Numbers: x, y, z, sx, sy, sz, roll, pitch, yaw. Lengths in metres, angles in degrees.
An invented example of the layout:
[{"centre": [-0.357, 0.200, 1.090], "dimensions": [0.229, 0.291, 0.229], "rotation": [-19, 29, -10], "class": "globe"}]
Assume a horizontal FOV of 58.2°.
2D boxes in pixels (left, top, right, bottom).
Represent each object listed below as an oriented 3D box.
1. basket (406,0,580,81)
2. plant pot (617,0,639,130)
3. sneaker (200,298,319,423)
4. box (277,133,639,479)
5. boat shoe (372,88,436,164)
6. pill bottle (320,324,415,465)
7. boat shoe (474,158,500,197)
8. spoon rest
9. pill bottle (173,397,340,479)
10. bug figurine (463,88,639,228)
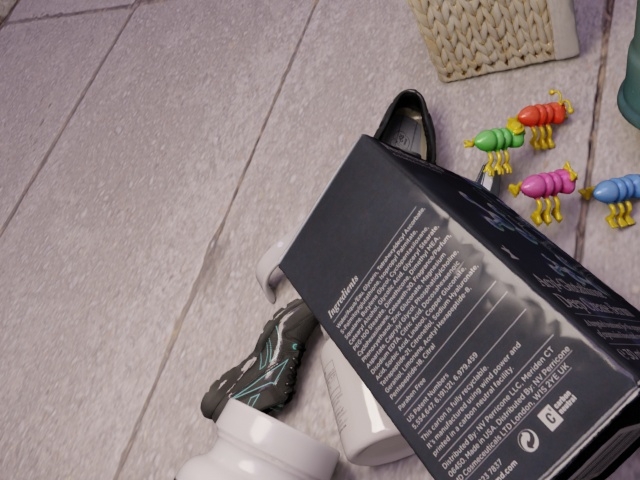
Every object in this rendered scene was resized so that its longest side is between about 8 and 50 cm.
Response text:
[{"centre": [0.305, -0.521, 1.036], "dimensions": [0.266, 0.331, 0.329], "rotation": [-8, 57, 28], "class": "basket"}, {"centre": [0.563, -0.349, 0.735], "dimensions": [0.340, 0.334, 0.341], "rotation": [-16, 34, 11], "class": "plant pot"}, {"centre": [-0.068, 0.204, 0.919], "dimensions": [0.106, 0.101, 0.267], "rotation": [40, 88, 23], "class": "sneaker"}, {"centre": [0.191, 0.090, 0.689], "dimensions": [0.395, 0.293, 0.212], "rotation": [49, 115, 37], "class": "box"}, {"centre": [0.132, -0.125, 0.963], "dimensions": [0.127, 0.113, 0.340], "rotation": [15, 55, 10], "class": "boat shoe"}, {"centre": [0.071, 0.187, 0.825], "dimensions": [0.131, 0.131, 0.229], "rotation": [-24, 53, 10], "class": "pill bottle"}, {"centre": [0.236, -0.057, 0.938], "dimensions": [0.083, 0.065, 0.184], "rotation": [9, 65, 29], "class": "boat shoe"}, {"centre": [0.000, 0.000, 1.005], "dimensions": [0.276, 0.084, 0.137], "rotation": [-36, 52, 2], "class": "spoon rest"}, {"centre": [-0.123, 0.408, 0.732], "dimensions": [0.210, 0.210, 0.363], "rotation": [14, 67, 32], "class": "pill bottle"}, {"centre": [0.361, -0.130, 0.890], "dimensions": [0.216, 0.072, 0.279], "rotation": [-15, 51, -18], "class": "bug figurine"}]
